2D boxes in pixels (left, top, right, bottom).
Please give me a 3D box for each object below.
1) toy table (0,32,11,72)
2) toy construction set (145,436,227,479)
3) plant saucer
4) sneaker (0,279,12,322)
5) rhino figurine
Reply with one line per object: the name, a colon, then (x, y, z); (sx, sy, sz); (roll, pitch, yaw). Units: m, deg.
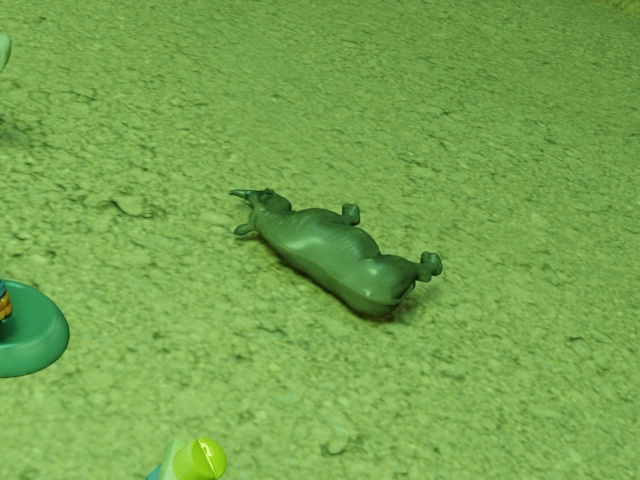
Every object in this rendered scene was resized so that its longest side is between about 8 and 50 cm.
toy table: (-0.440, -0.158, 0.969); (0.252, 0.161, 0.274); (6, 36, -19)
toy construction set: (-0.100, 0.273, 0.513); (0.215, 0.151, 0.327); (49, 45, 1)
plant saucer: (-0.274, 0.068, 0.846); (0.119, 0.021, 0.119); (14, 33, -9)
sneaker: (-0.330, -0.003, 0.836); (0.221, 0.087, 0.083); (26, 35, 37)
rhino figurine: (0.000, 0.000, 1.039); (0.243, 0.073, 0.106); (30, 31, 19)
